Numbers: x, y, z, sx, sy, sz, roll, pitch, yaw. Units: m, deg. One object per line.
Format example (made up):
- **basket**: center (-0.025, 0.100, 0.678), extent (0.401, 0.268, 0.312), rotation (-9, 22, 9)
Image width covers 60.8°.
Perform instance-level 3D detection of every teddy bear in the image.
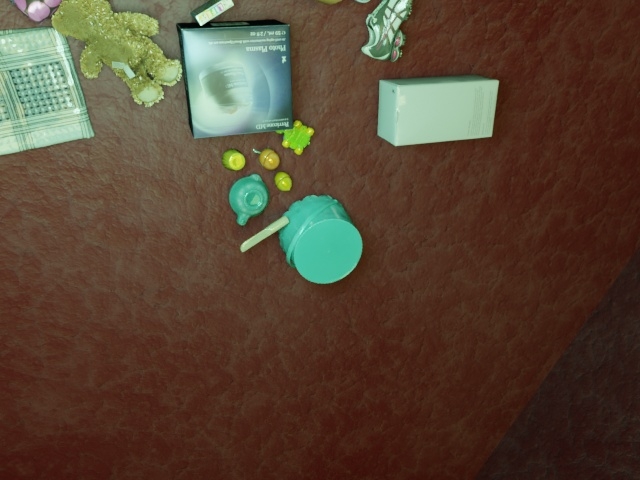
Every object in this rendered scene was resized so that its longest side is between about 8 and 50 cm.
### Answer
- **teddy bear**: center (-0.534, -0.519, 1.464), extent (0.337, 0.113, 0.245), rotation (26, 127, -19)

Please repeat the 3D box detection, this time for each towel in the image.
- **towel**: center (-0.815, -0.398, 1.463), extent (0.324, 0.056, 0.312), rotation (-12, 118, -13)

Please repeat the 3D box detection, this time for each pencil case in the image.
- **pencil case**: center (-0.680, -0.649, 1.373), extent (0.209, 0.095, 0.098), rotation (-42, 90, 1)

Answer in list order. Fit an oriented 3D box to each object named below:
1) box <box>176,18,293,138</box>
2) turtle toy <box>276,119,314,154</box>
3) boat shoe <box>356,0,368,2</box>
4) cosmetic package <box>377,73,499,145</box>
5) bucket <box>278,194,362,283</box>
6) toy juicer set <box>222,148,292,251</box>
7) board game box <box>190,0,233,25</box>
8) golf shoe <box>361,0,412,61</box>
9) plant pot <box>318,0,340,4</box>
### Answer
- **box**: center (-0.239, -0.465, 1.561), extent (0.296, 0.183, 0.294), rotation (-9, 118, -15)
- **turtle toy**: center (-0.089, -0.340, 1.737), extent (0.130, 0.066, 0.095), rotation (26, 104, -28)
- **boat shoe**: center (0.147, -0.844, 1.561), extent (0.109, 0.094, 0.303), rotation (1, 114, -20)
- **cosmetic package**: center (0.385, -0.437, 1.806), extent (0.365, 0.155, 0.197), rotation (-6, 116, -16)
- **bucket**: center (0.000, 0.000, 1.864), extent (0.281, 0.183, 0.281), rotation (-8, 117, -16)
- **toy juicer set**: center (-0.195, -0.146, 1.784), extent (0.209, 0.089, 0.329), rotation (-13, 108, -20)
- **board game box**: center (-0.296, -0.627, 1.476), extent (0.103, 0.154, 0.026), rotation (-32, 121, -1)
- **golf shoe**: center (0.207, -0.688, 1.656), extent (0.120, 0.105, 0.273), rotation (3, 113, -13)
- **plant pot**: center (-0.005, -0.776, 1.454), extent (0.203, 0.291, 0.291), rotation (17, 109, -43)
